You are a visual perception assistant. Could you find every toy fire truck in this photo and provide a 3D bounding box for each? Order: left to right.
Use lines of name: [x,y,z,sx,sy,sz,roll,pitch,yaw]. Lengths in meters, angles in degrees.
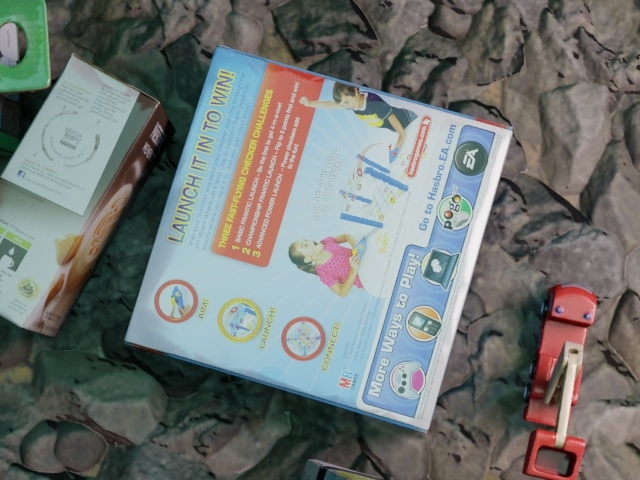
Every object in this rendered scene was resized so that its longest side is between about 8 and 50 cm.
toy fire truck: [0.228,0.131,1.309,0.047,0.135,0.192,13,83,2]

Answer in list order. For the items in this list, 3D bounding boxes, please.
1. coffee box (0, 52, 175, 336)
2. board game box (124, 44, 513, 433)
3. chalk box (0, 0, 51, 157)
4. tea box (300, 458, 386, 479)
coffee box: [-0.248,-0.039,1.334,0.098,0.141,0.246,29,84,3]
board game box: [0.000,0.000,1.354,0.302,0.086,0.308,17,83,3]
chalk box: [-0.396,-0.170,1.300,0.289,0.179,0.180,-7,81,16]
tea box: [0.136,0.343,1.161,0.329,0.323,0.219,19,82,-8]
